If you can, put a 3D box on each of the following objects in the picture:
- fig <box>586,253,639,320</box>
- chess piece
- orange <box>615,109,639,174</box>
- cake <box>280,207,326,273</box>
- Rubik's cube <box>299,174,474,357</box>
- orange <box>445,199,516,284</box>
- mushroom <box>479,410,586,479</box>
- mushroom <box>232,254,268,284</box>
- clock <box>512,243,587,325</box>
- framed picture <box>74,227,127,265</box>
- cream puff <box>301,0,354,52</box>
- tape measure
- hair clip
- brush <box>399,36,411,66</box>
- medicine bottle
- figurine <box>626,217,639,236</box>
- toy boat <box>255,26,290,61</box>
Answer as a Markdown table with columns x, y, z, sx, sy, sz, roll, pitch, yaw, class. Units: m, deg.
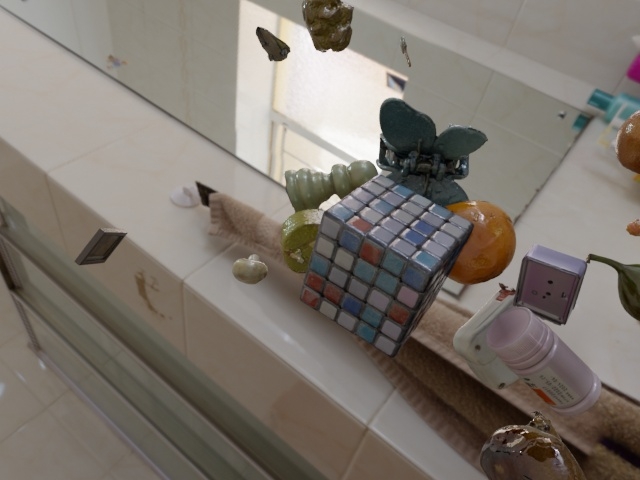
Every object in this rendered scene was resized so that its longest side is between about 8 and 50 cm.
| x | y | z | sx | sy | sz | roll | pitch | yaw | class |
| --- | --- | --- | --- | --- | --- | --- | --- | --- | --- |
| 0.870 | 0.108 | 1.439 | 0.151 | 0.259 | 0.151 | -45 | -13 | -14 | fig |
| 0.049 | -0.212 | 1.873 | 0.331 | 0.182 | 0.182 | -13 | -18 | 10 | chess piece |
| 0.994 | -0.296 | 1.529 | 0.206 | 0.206 | 0.206 | -46 | -22 | -25 | orange |
| 0.000 | 0.000 | 1.682 | 0.156 | 0.261 | 0.179 | -108 | 15 | -60 | cake |
| 0.160 | 0.053 | 1.262 | 0.293 | 0.292 | 0.286 | -40 | -26 | -49 | Rubik's cube |
| 0.419 | 0.000 | 1.431 | 0.246 | 0.246 | 0.246 | -46 | -22 | -25 | orange |
| 0.601 | 0.637 | 1.372 | 0.260 | 0.345 | 0.345 | -14 | -36 | -16 | mushroom |
| -0.287 | 0.116 | 2.102 | 0.154 | 0.154 | 0.122 | 75 | -155 | -64 | mushroom |
| 0.595 | 0.118 | 1.335 | 0.073 | 0.145 | 0.193 | -42 | -39 | -33 | clock |
| -0.678 | 0.018 | 1.585 | 0.127 | 0.023 | 0.168 | -52 | -1 | 1 | framed picture |
| 0.022 | -0.828 | 1.919 | 0.244 | 0.196 | 0.243 | -177 | 90 | -81 | cream puff |
| 0.569 | 0.312 | 1.602 | 0.258 | 0.265 | 0.130 | -41 | 11 | -13 | tape measure |
| 0.322 | -0.258 | 1.583 | 0.238 | 0.319 | 0.391 | -71 | -14 | -62 | hair clip |
| 0.353 | -0.776 | 2.110 | 0.015 | 0.169 | 0.043 | -3 | -33 | -7 | brush |
| 0.510 | 0.277 | 1.168 | 0.133 | 0.250 | 0.133 | -43 | 13 | 12 | medicine bottle |
| 0.950 | -0.040 | 1.511 | 0.109 | 0.064 | 0.047 | -12 | -35 | -29 | figurine |
| -0.168 | -0.667 | 1.723 | 0.210 | 0.085 | 0.065 | 22 | -118 | -72 | toy boat |
